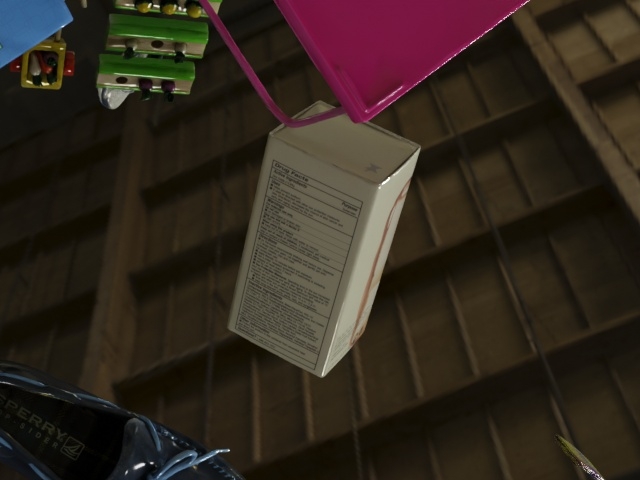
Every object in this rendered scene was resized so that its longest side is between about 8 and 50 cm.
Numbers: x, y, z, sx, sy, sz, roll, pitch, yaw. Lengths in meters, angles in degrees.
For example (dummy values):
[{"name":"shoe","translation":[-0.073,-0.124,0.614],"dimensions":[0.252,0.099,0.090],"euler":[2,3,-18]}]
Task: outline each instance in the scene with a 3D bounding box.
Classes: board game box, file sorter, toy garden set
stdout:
[{"name":"board game box","translation":[-0.304,-0.119,0.807],"dimensions":[0.160,0.047,0.210],"euler":[-5,-150,40]},{"name":"file sorter","translation":[0.052,-0.253,0.946],"dimensions":[0.290,0.202,0.182],"euler":[-38,-166,-19]},{"name":"toy garden set","translation":[-0.211,-0.225,1.161],"dimensions":[0.204,0.244,0.049],"euler":[2,-121,-19]}]

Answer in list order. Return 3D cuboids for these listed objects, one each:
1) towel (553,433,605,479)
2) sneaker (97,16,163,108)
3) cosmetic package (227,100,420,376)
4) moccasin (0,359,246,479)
[{"name":"towel","translation":[0.336,0.285,1.454],"dimensions":[0.009,0.083,0.060],"euler":[-45,-136,7]},{"name":"sneaker","translation":[-0.232,-0.211,1.404],"dimensions":[0.135,0.058,0.052],"euler":[-52,163,29]},{"name":"cosmetic package","translation":[0.000,0.000,1.376],"dimensions":[0.153,0.296,0.129],"euler":[28,-143,16]},{"name":"moccasin","translation":[-0.213,0.229,1.107],"dimensions":[0.138,0.342,0.117],"euler":[-68,-165,-12]}]
